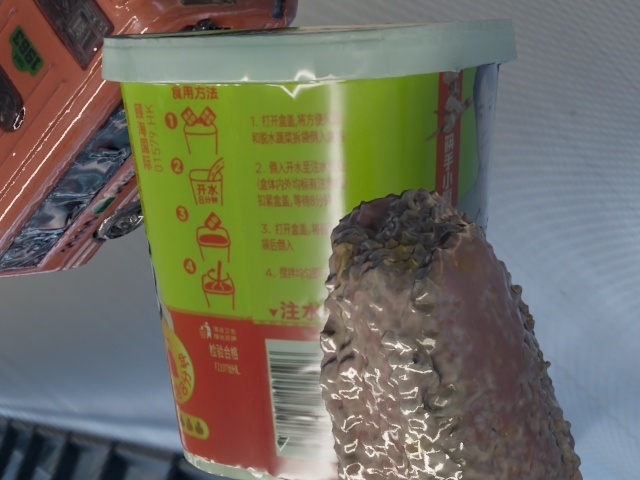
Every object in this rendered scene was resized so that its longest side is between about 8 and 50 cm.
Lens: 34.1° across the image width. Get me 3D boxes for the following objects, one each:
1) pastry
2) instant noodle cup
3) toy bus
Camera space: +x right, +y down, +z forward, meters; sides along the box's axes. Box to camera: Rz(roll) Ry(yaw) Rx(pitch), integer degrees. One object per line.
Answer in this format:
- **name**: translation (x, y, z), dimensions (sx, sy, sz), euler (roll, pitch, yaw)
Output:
- **pastry**: translation (0.065, 0.110, 0.501), dimensions (0.112, 0.103, 0.265), euler (16, 118, 54)
- **instant noodle cup**: translation (0.000, 0.000, 0.759), dimensions (0.294, 0.294, 0.308), euler (12, 108, 48)
- **toy bus**: translation (-0.234, -0.154, 1.027), dimensions (0.427, 0.233, 0.203), euler (-44, 74, 31)
